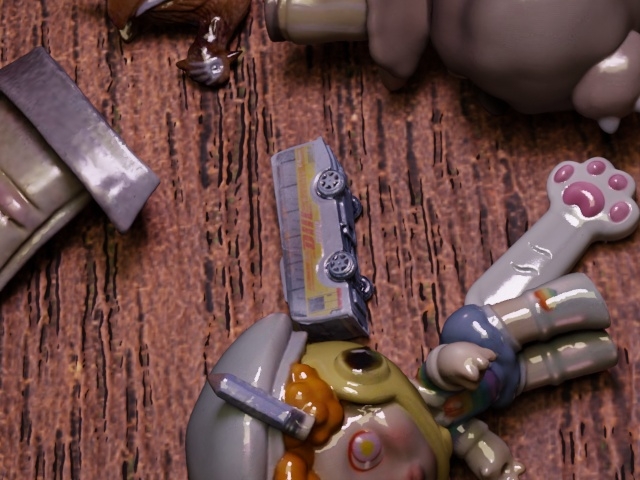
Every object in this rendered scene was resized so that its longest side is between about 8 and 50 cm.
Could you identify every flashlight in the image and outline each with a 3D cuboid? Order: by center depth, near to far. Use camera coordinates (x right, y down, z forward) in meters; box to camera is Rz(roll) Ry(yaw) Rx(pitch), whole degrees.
[{"bbox_3d":[0.203,0.007,1.749,0.093,0.047,0.200,37,75,24],"label":"flashlight"}]

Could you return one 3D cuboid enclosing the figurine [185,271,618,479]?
[{"bbox_3d":[0.065,0.148,1.663,0.381,0.225,0.205,-13,37,-20],"label":"figurine"}]

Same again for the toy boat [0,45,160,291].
[{"bbox_3d":[-0.306,-0.060,1.873,0.293,0.111,0.276,-30,53,8],"label":"toy boat"}]

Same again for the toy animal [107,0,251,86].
[{"bbox_3d":[-0.160,-0.235,1.943,0.188,0.089,0.179,-3,77,5],"label":"toy animal"}]

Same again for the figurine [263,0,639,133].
[{"bbox_3d":[0.138,-0.233,1.801,0.380,0.203,0.248,6,68,17],"label":"figurine"}]

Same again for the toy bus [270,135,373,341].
[{"bbox_3d":[0.000,0.000,1.790,0.075,0.064,0.191,-13,61,12],"label":"toy bus"}]
